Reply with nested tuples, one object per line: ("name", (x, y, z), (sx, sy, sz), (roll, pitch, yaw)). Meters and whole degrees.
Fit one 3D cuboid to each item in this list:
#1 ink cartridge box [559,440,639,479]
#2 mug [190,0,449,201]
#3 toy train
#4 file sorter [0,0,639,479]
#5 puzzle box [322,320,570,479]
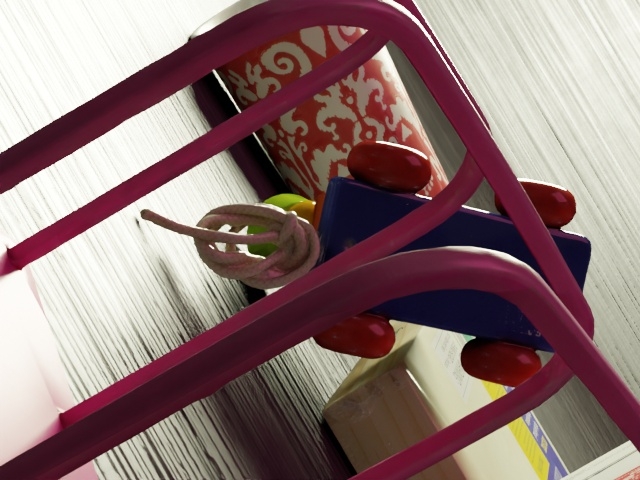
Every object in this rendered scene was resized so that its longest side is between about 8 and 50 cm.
("ink cartridge box", (0.212, 0.208, 1.057), (0.197, 0.114, 0.273), (60, 9, 5))
("mug", (0.007, -0.091, 1.262), (0.169, 0.113, 0.150), (61, 11, -12))
("toy train", (0.000, 0.000, 0.988), (0.248, 0.105, 0.143), (12, -1, -26))
("file sorter", (-0.032, 0.029, 0.457), (0.202, 0.182, 0.291), (47, 15, -52))
("puzzle box", (0.115, 0.172, 1.176), (0.272, 0.052, 0.409), (59, 9, 0))
